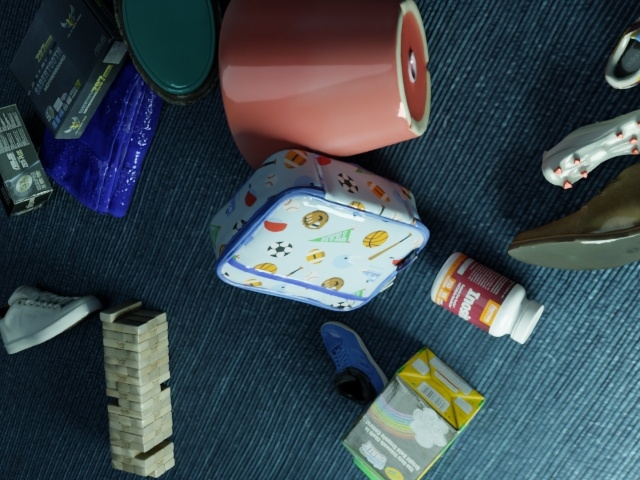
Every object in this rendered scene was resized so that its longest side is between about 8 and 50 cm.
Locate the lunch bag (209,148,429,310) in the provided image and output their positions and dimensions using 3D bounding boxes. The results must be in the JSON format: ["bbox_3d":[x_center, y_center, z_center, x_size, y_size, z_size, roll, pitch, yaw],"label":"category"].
[{"bbox_3d":[0.000,0.000,1.271,0.243,0.303,0.115,-46,43,30],"label":"lunch bag"}]

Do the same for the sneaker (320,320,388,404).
[{"bbox_3d":[0.042,0.203,1.408,0.058,0.084,0.152,-42,80,30],"label":"sneaker"}]

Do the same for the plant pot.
[{"bbox_3d":[0.020,-0.237,1.229,0.243,0.275,0.275,-3,101,19],"label":"plant pot"}]

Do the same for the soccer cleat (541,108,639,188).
[{"bbox_3d":[0.388,-0.138,1.147,0.196,0.076,0.068,-25,123,18],"label":"soccer cleat"}]

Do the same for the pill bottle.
[{"bbox_3d":[0.247,0.087,1.264,0.152,0.086,0.086,29,115,20],"label":"pill bottle"}]

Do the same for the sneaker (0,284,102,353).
[{"bbox_3d":[-0.562,0.140,1.718,0.290,0.106,0.123,-21,94,33],"label":"sneaker"}]

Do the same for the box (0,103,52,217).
[{"bbox_3d":[-0.594,-0.149,1.646,0.147,0.077,0.180,-21,92,64],"label":"box"}]

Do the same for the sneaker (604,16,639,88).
[{"bbox_3d":[0.432,-0.268,1.075,0.069,0.084,0.185,39,118,16],"label":"sneaker"}]

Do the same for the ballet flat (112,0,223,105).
[{"bbox_3d":[-0.269,-0.416,1.383,0.164,0.182,0.483,-25,80,-2],"label":"ballet flat"}]

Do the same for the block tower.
[{"bbox_3d":[-0.350,0.290,1.646,0.097,0.091,0.336,5,105,27],"label":"block tower"}]

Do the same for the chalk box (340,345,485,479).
[{"bbox_3d":[0.134,0.300,1.355,0.132,0.132,0.213,42,119,13],"label":"chalk box"}]

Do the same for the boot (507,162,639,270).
[{"bbox_3d":[0.400,-0.032,1.163,0.305,0.112,0.115,-13,65,35],"label":"boot"}]

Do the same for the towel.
[{"bbox_3d":[-0.409,-0.220,1.563,0.227,0.076,0.308,33,116,18],"label":"towel"}]

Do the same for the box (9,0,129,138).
[{"bbox_3d":[-0.438,-0.323,1.490,0.233,0.059,0.183,-49,67,29],"label":"box"}]
